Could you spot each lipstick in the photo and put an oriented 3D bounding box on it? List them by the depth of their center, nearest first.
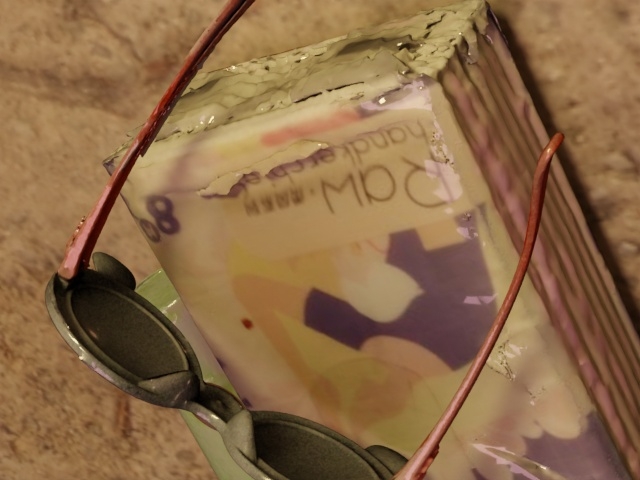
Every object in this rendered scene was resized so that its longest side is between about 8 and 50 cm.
[{"bbox_3d":[-0.039,0.152,1.159,0.076,0.076,0.304,-11,119,35],"label":"lipstick"}]

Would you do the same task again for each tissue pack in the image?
[{"bbox_3d":[0.049,0.042,0.989,0.242,0.125,0.343,-11,116,36],"label":"tissue pack"}]

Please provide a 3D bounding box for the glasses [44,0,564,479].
[{"bbox_3d":[0.000,0.000,0.878,0.234,0.118,0.268,35,114,7],"label":"glasses"}]
